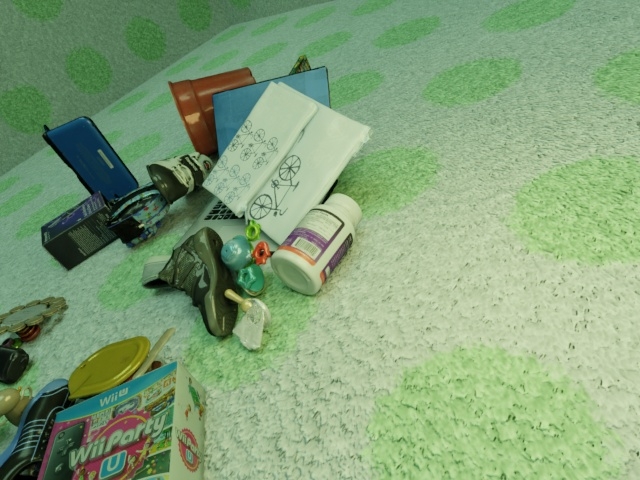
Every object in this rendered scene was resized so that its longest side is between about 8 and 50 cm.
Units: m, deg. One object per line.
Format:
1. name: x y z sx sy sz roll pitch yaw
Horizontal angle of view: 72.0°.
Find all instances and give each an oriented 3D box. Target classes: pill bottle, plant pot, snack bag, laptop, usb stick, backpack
1. pill bottle: 0.000 0.000 0.847 0.108 0.108 0.194 9 49 39
2. plant pot: -0.331 -0.444 1.487 0.264 0.273 0.272 -22 36 -7
3. snack bag: -0.093 -0.179 0.991 0.342 0.037 0.323 39 94 36
4. laptop: -0.178 -0.187 1.080 0.381 0.237 0.408 0 44 32
5. usb stick: -0.781 0.282 1.036 0.277 0.045 0.077 -2 65 30
6. backpack: -0.497 -0.083 1.240 0.173 0.117 0.158 -31 35 2

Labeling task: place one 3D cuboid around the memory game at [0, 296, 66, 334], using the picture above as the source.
1. memory game: -0.736 0.187 1.103 0.186 0.012 0.186 -11 19 4

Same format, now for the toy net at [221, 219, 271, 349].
1. toy net: -0.123 0.084 0.814 0.122 0.045 0.233 -28 64 22

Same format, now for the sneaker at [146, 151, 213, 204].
1. sneaker: -0.380 -0.195 1.240 0.146 0.123 0.330 -28 16 2

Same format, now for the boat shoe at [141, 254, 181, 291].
1. boat shoe: -0.301 0.076 0.981 0.227 0.079 0.081 -6 62 22

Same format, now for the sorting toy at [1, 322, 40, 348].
1. sorting toy: -0.742 0.232 1.078 0.101 0.042 0.061 -36 37 -12

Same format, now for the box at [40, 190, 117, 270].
1. box: -0.715 -0.033 1.331 0.207 0.108 0.153 -37 38 -15

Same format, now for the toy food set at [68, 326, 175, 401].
1. toy food set: -0.353 0.244 0.797 0.217 0.071 0.128 -17 28 21

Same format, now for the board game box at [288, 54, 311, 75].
1. board game box: -0.067 -0.513 1.495 0.030 0.136 0.260 -5 42 21

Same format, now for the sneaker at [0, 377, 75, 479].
1. sneaker: -0.477 0.349 0.749 0.090 0.082 0.232 1 46 19

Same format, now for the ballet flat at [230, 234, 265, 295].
1. ballet flat: -0.155 0.060 0.920 0.057 0.052 0.168 5 42 -28

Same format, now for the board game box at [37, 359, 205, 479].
1. board game box: -0.278 0.348 0.606 0.223 0.098 0.303 -24 35 2

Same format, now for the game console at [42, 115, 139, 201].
1. game console: -0.804 -0.294 1.549 0.249 0.293 0.173 -19 37 10

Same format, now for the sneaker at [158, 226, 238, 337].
1. sneaker: -0.241 0.096 0.870 0.130 0.087 0.228 -28 65 16

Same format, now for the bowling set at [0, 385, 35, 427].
1. bowling set: -0.659 0.335 0.746 0.199 0.154 0.287 31 59 8
